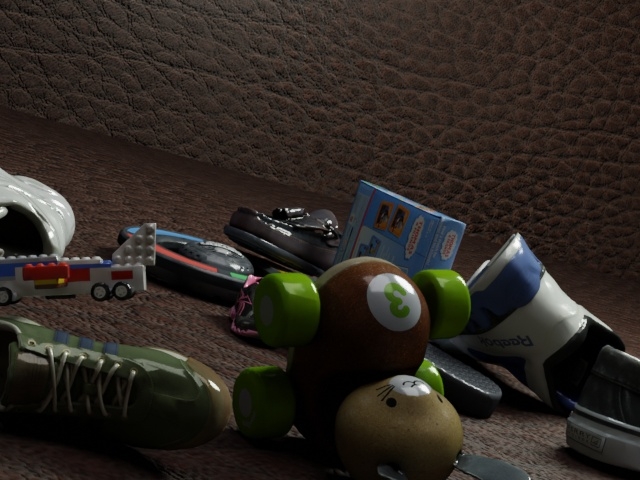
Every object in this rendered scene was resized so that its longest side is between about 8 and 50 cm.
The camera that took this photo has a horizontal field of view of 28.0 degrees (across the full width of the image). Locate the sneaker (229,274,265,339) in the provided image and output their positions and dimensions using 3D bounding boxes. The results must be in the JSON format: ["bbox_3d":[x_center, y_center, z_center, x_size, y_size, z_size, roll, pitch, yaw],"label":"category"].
[{"bbox_3d":[-0.061,0.064,1.265,0.047,0.057,0.119,17,8,-17],"label":"sneaker"}]

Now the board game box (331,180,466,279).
[{"bbox_3d":[0.077,0.030,1.465,0.039,0.160,0.211,16,7,-25],"label":"board game box"}]

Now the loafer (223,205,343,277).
[{"bbox_3d":[0.000,0.000,1.617,0.109,0.095,0.302,21,-3,44],"label":"loafer"}]

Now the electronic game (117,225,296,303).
[{"bbox_3d":[-0.120,0.027,1.466,0.229,0.048,0.229,18,6,-2],"label":"electronic game"}]

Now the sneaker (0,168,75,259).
[{"bbox_3d":[-0.339,-0.043,1.223,0.232,0.090,0.115,24,12,-19],"label":"sneaker"}]

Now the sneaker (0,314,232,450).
[{"bbox_3d":[-0.157,0.088,0.781,0.192,0.064,0.086,13,3,25],"label":"sneaker"}]

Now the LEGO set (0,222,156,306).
[{"bbox_3d":[-0.230,0.023,0.837,0.182,0.060,0.244,-3,-1,40],"label":"LEGO set"}]

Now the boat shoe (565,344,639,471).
[{"bbox_3d":[0.389,0.177,1.227,0.335,0.119,0.121,15,7,-30],"label":"boat shoe"}]

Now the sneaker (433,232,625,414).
[{"bbox_3d":[0.223,0.112,1.406,0.182,0.127,0.315,44,-8,5],"label":"sneaker"}]

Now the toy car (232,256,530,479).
[{"bbox_3d":[0.053,0.112,0.869,0.155,0.149,0.188,0,27,-29],"label":"toy car"}]

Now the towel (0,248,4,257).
[{"bbox_3d":[-0.426,-0.026,1.093,0.282,0.049,0.187,19,6,14],"label":"towel"}]

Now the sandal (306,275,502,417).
[{"bbox_3d":[0.054,0.108,1.256,0.254,0.054,0.097,31,12,20],"label":"sandal"}]
